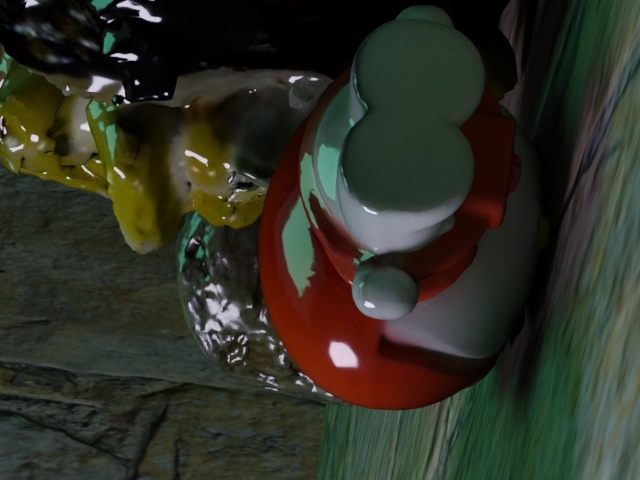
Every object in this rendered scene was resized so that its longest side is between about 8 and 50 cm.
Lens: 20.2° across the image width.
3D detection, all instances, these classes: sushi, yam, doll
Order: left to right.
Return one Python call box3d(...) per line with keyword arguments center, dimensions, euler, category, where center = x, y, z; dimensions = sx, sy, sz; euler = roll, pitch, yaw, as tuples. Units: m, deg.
box3d(center=(-0.033, -0.144, 0.973), dimensions=(0.328, 0.328, 0.285), euler=(-34, -49, -41), category="sushi")
box3d(center=(0.000, 0.000, 1.256), dimensions=(0.300, 0.195, 0.195), euler=(-80, -1, -81), category="yam")
box3d(center=(0.037, -0.002, 0.813), dimensions=(0.290, 0.129, 0.161), euler=(83, -168, -71), category="doll")
